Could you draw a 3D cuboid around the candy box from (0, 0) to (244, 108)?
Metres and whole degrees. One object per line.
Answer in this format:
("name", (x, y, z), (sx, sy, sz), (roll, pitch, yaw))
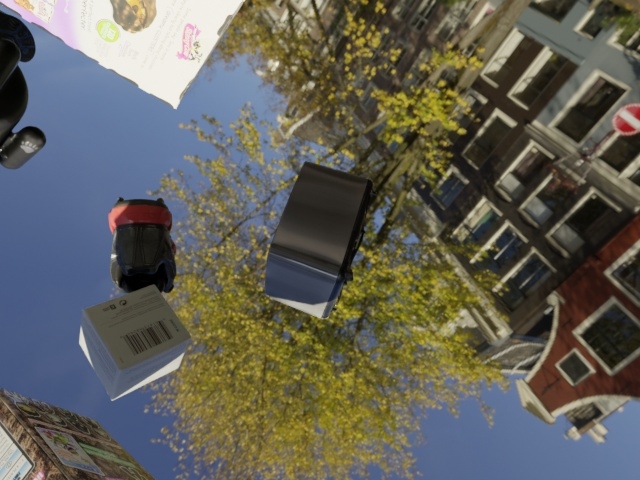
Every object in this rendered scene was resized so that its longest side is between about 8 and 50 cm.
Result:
("candy box", (-0.178, -0.241, 0.433), (0.196, 0.165, 0.070), (29, -132, -25))

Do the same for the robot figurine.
("robot figurine", (-0.519, -0.190, 0.655), (0.209, 0.278, 0.173), (61, -144, -6))

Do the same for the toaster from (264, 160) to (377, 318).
("toaster", (0.000, 0.000, 0.670), (0.110, 0.185, 0.168), (18, -118, 1))

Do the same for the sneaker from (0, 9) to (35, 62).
("sneaker", (-0.750, -0.499, 1.097), (0.081, 0.080, 0.211), (22, 163, 26))

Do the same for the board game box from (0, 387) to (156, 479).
("board game box", (-0.212, 0.294, 0.354), (0.291, 0.232, 0.141), (23, 159, 33))

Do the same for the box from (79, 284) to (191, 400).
("box", (-0.248, 0.133, 0.637), (0.101, 0.087, 0.102), (-22, -119, -43))

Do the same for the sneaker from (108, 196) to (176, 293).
("sneaker", (-0.285, 0.036, 0.778), (0.098, 0.276, 0.135), (-2, -108, -16))
